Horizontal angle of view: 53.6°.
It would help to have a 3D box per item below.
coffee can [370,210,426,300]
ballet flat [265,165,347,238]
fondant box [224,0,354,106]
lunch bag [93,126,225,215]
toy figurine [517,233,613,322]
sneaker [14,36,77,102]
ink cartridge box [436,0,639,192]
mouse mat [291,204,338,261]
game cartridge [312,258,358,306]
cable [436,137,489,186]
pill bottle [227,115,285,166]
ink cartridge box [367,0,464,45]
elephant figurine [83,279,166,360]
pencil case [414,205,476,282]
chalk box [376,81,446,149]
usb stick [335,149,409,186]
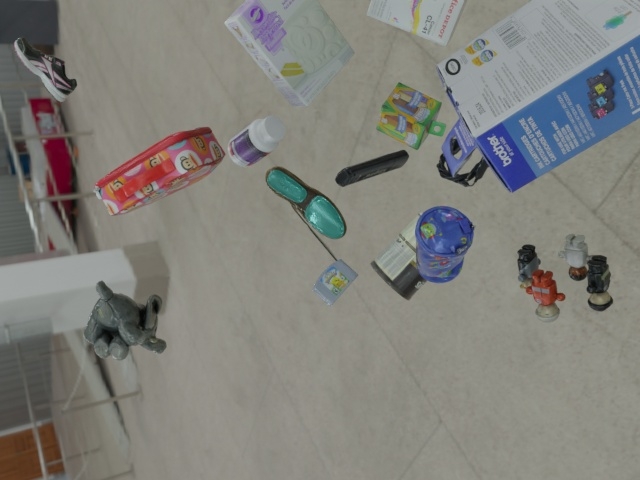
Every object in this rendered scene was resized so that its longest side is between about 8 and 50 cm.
[{"bbox_3d":[0.350,0.056,2.355,0.275,0.201,0.201,-47,48,8],"label":"coffee can"},{"bbox_3d":[-0.046,-0.138,2.191,0.116,0.342,0.124,-52,9,13],"label":"ballet flat"},{"bbox_3d":[-0.084,-0.596,1.870,0.330,0.238,0.096,47,165,-29],"label":"fondant box"},{"bbox_3d":[-0.395,-0.163,1.543,0.293,0.258,0.120,-26,99,18],"label":"lunch bag"},{"bbox_3d":[0.624,0.098,1.634,0.209,0.213,0.148,-98,-8,-64],"label":"toy figurine"},{"bbox_3d":[-0.693,-0.447,1.617,0.178,0.077,0.072,52,-177,-26],"label":"sneaker"},{"bbox_3d":[0.362,-0.262,1.047,0.395,0.151,0.270,-30,35,19],"label":"ink cartridge box"},{"bbox_3d":[0.000,0.000,1.377,0.153,0.007,0.190,50,180,-24],"label":"mouse mat"},{"bbox_3d":[0.026,0.078,1.208,0.056,0.083,0.017,41,164,5],"label":"game cartridge"},{"bbox_3d":[0.430,-0.245,1.869,0.150,0.047,0.184,20,73,34],"label":"cable"},{"bbox_3d":[-0.194,-0.308,1.952,0.193,0.108,0.108,-24,77,48],"label":"pill bottle"},{"bbox_3d":[0.344,-0.839,2.185,0.306,0.131,0.226,24,126,7],"label":"ink cartridge box"},{"bbox_3d":[-0.481,0.204,1.633,0.169,0.239,0.186,39,107,11],"label":"elephant figurine"},{"bbox_3d":[0.286,0.014,1.477,0.306,0.133,0.119,62,-162,-73],"label":"pencil case"},{"bbox_3d":[0.317,-0.406,2.133,0.213,0.132,0.132,29,152,12],"label":"chalk box"},{"bbox_3d":[0.156,-0.214,1.863,0.077,0.278,0.045,-39,77,48],"label":"usb stick"}]
